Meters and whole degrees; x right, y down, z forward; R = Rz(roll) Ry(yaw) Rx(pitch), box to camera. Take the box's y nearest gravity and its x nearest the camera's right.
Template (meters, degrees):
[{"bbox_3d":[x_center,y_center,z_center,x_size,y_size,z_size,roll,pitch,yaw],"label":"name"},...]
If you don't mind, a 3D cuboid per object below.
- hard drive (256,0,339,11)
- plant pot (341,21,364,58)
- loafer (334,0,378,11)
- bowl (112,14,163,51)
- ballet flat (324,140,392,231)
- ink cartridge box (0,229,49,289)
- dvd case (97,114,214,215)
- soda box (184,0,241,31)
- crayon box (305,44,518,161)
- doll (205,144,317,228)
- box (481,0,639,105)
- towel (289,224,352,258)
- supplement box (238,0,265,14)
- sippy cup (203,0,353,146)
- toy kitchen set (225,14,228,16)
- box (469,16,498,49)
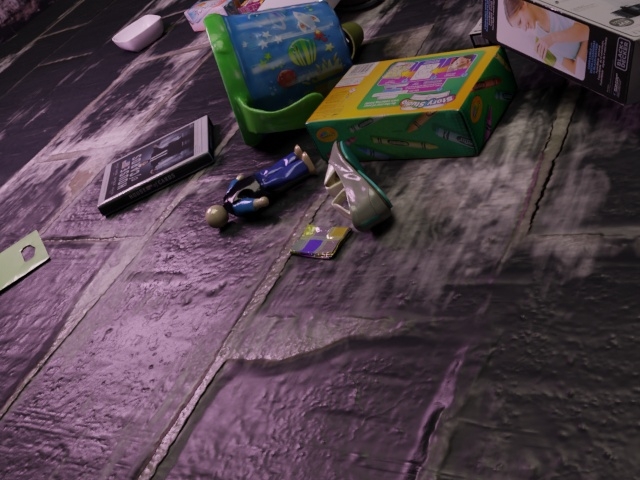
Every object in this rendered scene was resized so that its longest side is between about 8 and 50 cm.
[{"bbox_3d":[-0.030,-0.552,1.692,0.353,0.047,0.233,-54,38,-5],"label":"hard drive"},{"bbox_3d":[0.048,-0.393,1.499,0.083,0.083,0.079,-4,27,34],"label":"plant pot"},{"bbox_3d":[0.042,-0.599,1.756,0.109,0.095,0.302,-34,33,-9],"label":"loafer"},{"bbox_3d":[-0.531,-0.605,2.247,0.142,0.053,0.142,-40,34,-17],"label":"bowl"},{"bbox_3d":[0.038,-0.079,1.075,0.068,0.072,0.213,-38,31,7],"label":"ballet flat"},{"bbox_3d":[-0.633,0.057,1.421,0.235,0.056,0.171,-39,33,-10],"label":"ink cartridge box"},{"bbox_3d":[-0.317,-0.149,1.480,0.238,0.030,0.179,-25,32,6],"label":"dvd case"},{"bbox_3d":[-0.284,-0.608,2.050,0.183,0.063,0.058,10,49,45],"label":"soda box"},{"bbox_3d":[0.134,-0.204,1.156,0.278,0.081,0.165,3,45,39],"label":"crayon box"},{"bbox_3d":[-0.100,-0.080,1.201,0.189,0.046,0.129,-32,32,-4],"label":"doll"},{"bbox_3d":[0.367,-0.291,1.016,0.169,0.087,0.290,-22,39,-19],"label":"box"},{"bbox_3d":[0.000,0.000,1.048,0.083,0.009,0.060,6,47,42],"label":"towel"},{"bbox_3d":[-0.161,-0.600,1.963,0.083,0.043,0.055,-3,42,35],"label":"supplement box"},{"bbox_3d":[-0.065,-0.312,1.351,0.223,0.306,0.240,-19,-11,-2],"label":"sippy cup"},{"bbox_3d":[-0.192,-0.493,1.801,0.068,0.083,0.075,-37,33,-10],"label":"toy kitchen set"},{"bbox_3d":[0.360,-0.365,1.245,0.206,0.036,0.114,4,45,41],"label":"box"}]
